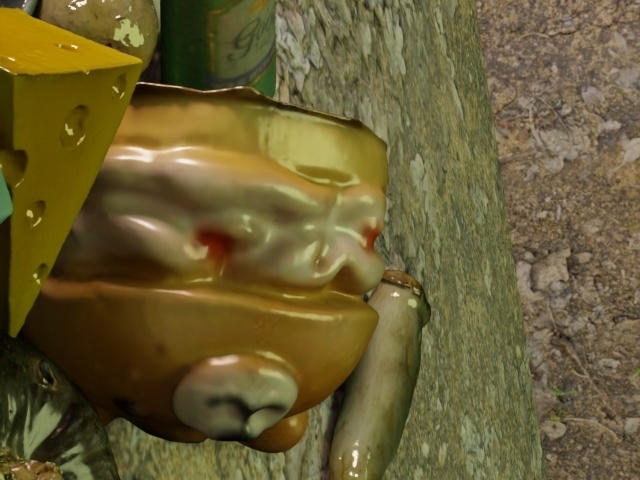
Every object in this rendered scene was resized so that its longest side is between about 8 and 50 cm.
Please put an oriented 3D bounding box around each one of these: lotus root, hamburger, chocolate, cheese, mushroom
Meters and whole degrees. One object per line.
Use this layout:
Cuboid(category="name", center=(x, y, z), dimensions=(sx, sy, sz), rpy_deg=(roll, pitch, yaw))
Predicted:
Cuboid(category="lotus root", center=(-0.164, -0.165, 0.887), dimensions=(0.077, 0.090, 0.183), rpy_deg=(-65, -155, 21))
Cuboid(category="hamburger", center=(-0.084, 0.026, 0.861), dimensions=(0.276, 0.276, 0.236), rpy_deg=(19, 76, -70))
Cuboid(category="chocolate", center=(-0.082, -0.210, 1.020), dimensions=(0.291, 0.110, 0.110), rpy_deg=(96, 0, -56))
Cuboid(category="cheese", center=(-0.184, -0.032, 0.698), dimensions=(0.126, 0.093, 0.171), rpy_deg=(-26, 139, -65))
Cuboid(category="mushroom", center=(0.070, 0.177, 1.532), dimensions=(0.107, 0.087, 0.333), rpy_deg=(61, 32, -41))

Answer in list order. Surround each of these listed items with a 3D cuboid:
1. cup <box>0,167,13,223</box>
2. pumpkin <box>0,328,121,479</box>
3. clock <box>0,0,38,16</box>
Cuboid(category="cup", center=(-0.247, -0.004, 0.539), dimensions=(0.134, 0.148, 0.235), rpy_deg=(47, 25, -5))
Cuboid(category="pumpkin", center=(-0.184, 0.142, 0.625), dimensions=(0.224, 0.157, 0.223), rpy_deg=(43, 33, -37))
Cuboid(category="clock", center=(-0.254, -0.241, 0.716), dimensions=(0.319, 0.066, 0.318), rpy_deg=(-7, 90, -73))
